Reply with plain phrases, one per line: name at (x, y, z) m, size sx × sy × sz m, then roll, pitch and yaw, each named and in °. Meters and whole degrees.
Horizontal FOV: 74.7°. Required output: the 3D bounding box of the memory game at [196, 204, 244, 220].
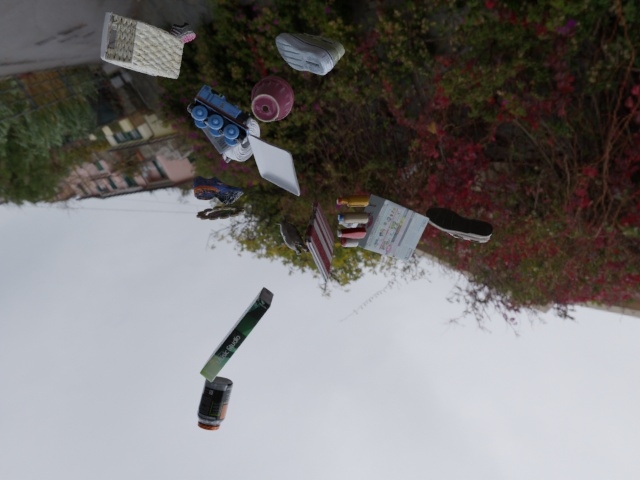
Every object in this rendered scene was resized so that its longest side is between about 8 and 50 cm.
memory game at (-0.381, -0.108, 1.599) m, size 0.186 × 0.012 × 0.186 m, roll -4°, pitch -160°, yaw 1°

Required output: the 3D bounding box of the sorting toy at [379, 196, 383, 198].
sorting toy at (0.303, -0.178, 2.184) m, size 0.102 × 0.042 × 0.061 m, roll -50°, pitch -162°, yaw 25°

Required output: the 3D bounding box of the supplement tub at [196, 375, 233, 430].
supplement tub at (-0.430, 0.656, 1.697) m, size 0.117 × 0.117 × 0.190 m, roll 7°, pitch -100°, yaw 41°

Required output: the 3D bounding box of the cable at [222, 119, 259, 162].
cable at (-0.446, -0.578, 2.380) m, size 0.089 × 0.257 × 0.257 m, roll 28°, pitch -129°, yaw 18°

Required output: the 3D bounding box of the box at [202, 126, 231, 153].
box at (-0.382, -0.418, 1.650) m, size 0.072 × 0.126 × 0.137 m, roll -31°, pitch -168°, yaw 19°

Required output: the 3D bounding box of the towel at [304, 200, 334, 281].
towel at (0.000, 0.000, 1.887) m, size 0.037 × 0.237 × 0.329 m, roll -14°, pitch -148°, yaw 17°

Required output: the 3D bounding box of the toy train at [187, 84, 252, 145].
toy train at (-0.276, -0.347, 1.176) m, size 0.105 × 0.184 × 0.080 m, roll -61°, pitch -175°, yaw -11°

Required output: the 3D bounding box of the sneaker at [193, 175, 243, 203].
sneaker at (-0.382, -0.199, 1.579) m, size 0.083 × 0.221 × 0.087 m, roll -36°, pitch -114°, yaw 29°

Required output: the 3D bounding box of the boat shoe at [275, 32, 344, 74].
boat shoe at (-0.037, -0.605, 1.343) m, size 0.094 × 0.109 × 0.302 m, roll -38°, pitch -130°, yaw -13°

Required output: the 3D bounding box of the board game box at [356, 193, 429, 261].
board game box at (0.305, -0.047, 1.818) m, size 0.098 × 0.304 × 0.223 m, roll 32°, pitch -79°, yaw 49°

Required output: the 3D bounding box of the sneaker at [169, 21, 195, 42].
sneaker at (-0.630, -0.892, 1.817) m, size 0.171 × 0.074 × 0.063 m, roll -17°, pitch 179°, yaw 7°

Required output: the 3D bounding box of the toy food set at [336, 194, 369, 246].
toy food set at (0.090, -0.054, 1.454) m, size 0.105 × 0.232 × 0.111 m, roll -1°, pitch -122°, yaw -16°

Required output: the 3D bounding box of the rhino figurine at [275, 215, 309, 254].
rhino figurine at (-0.130, -0.033, 1.807) m, size 0.073 × 0.106 × 0.243 m, roll -41°, pitch -141°, yaw 5°

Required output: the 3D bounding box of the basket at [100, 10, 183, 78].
basket at (-0.434, -0.476, 1.038) m, size 0.103 × 0.113 × 0.167 m, roll 20°, pitch -165°, yaw 20°

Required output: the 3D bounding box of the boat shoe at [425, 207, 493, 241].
boat shoe at (0.634, -0.059, 1.955) m, size 0.308 × 0.104 × 0.110 m, roll 23°, pitch -111°, yaw 19°

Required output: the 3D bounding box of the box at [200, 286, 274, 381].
box at (-0.286, 0.320, 1.481) m, size 0.322 × 0.059 × 0.232 m, roll -53°, pitch -176°, yaw -1°

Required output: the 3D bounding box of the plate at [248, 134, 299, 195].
plate at (-0.214, -0.374, 2.037) m, size 0.278 × 0.277 × 0.045 m, roll 29°, pitch -118°, yaw 29°

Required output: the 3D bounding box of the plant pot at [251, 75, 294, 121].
plant pot at (-0.235, -0.643, 1.952) m, size 0.202 × 0.201 × 0.180 m, roll -14°, pitch -149°, yaw 17°
